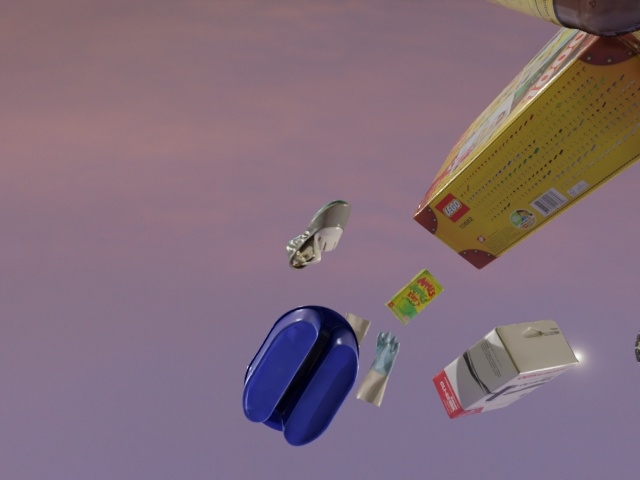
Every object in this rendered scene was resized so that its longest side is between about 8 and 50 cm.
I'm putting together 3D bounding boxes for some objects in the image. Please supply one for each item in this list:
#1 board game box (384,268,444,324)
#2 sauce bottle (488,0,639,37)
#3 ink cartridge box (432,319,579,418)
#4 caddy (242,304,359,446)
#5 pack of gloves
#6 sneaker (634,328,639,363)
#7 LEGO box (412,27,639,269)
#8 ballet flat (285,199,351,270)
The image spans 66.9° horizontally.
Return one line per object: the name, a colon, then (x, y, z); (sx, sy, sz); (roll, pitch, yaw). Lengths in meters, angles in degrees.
board game box: (0.315, 0.189, 1.628); (0.181, 0.043, 0.092); (-41, -91, -8)
sauce bottle: (0.265, -0.271, 0.481); (0.112, 0.111, 0.344); (-18, -138, -18)
ink cartridge box: (0.431, 0.309, 1.154); (0.197, 0.272, 0.114); (-1, -128, -26)
caddy: (-0.048, 0.327, 1.203); (0.241, 0.179, 0.341); (32, -90, 0)
pack of gloves: (0.135, 0.359, 1.479); (0.195, 0.046, 0.232); (24, -110, -5)
sneaker: (0.855, 0.313, 1.173); (0.110, 0.107, 0.275); (13, -125, -11)
LEGO box: (0.449, -0.224, 0.959); (0.193, 0.500, 0.372); (38, -130, -1)
ballet flat: (0.000, 0.000, 0.904); (0.072, 0.213, 0.068); (1, -114, -31)
